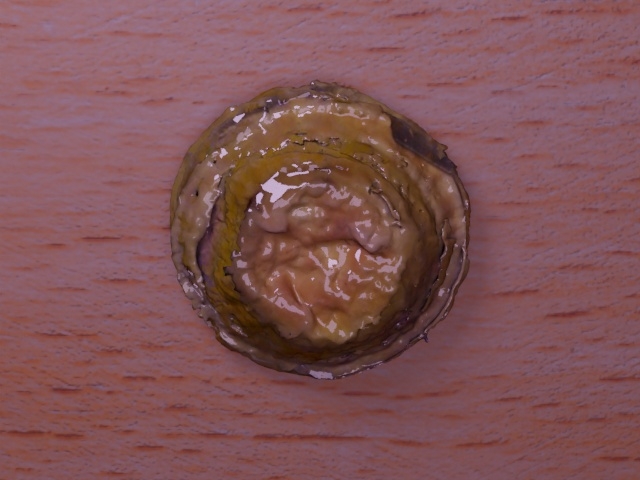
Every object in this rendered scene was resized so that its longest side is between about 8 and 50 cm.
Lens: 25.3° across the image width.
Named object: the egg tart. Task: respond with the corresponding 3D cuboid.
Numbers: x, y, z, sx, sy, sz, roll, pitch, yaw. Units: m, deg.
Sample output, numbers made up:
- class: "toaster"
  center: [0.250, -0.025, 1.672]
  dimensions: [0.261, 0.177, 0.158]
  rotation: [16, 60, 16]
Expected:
- class: "egg tart"
  center: [0.000, 0.000, 1.566]
  dimensions: [0.351, 0.150, 0.352]
  rotation: [0, 106, 0]
